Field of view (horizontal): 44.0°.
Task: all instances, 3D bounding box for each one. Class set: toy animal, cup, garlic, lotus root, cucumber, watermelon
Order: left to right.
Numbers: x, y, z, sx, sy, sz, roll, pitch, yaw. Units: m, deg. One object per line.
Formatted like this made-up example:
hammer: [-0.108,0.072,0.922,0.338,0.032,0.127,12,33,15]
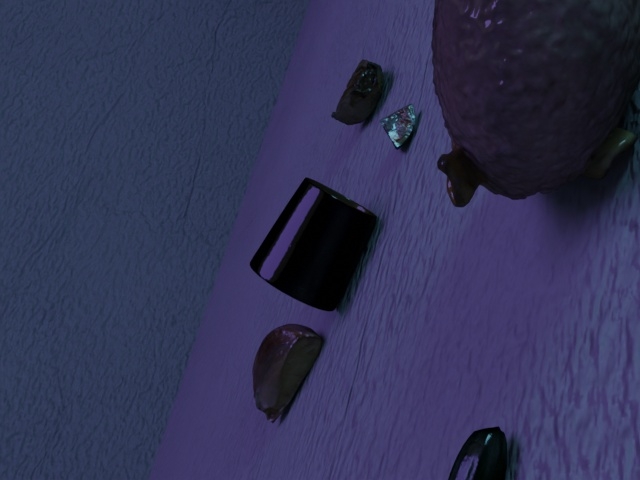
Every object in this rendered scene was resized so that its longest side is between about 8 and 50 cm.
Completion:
garlic: [-0.068,0.217,1.394,0.196,0.086,0.101,-60,28,18]
cup: [-0.014,-0.006,1.374,0.177,0.166,0.239,-62,15,7]
lotus root: [0.093,-0.309,1.647,0.143,0.070,0.144,-62,9,-3]
watermelon: [0.123,-0.193,1.348,0.085,0.061,0.085,-47,29,37]
cucumber: [0.134,0.209,0.684,0.105,0.048,0.048,-70,14,-12]
toy animal: [0.192,-0.168,0.705,0.358,0.188,0.227,71,-162,-56]
